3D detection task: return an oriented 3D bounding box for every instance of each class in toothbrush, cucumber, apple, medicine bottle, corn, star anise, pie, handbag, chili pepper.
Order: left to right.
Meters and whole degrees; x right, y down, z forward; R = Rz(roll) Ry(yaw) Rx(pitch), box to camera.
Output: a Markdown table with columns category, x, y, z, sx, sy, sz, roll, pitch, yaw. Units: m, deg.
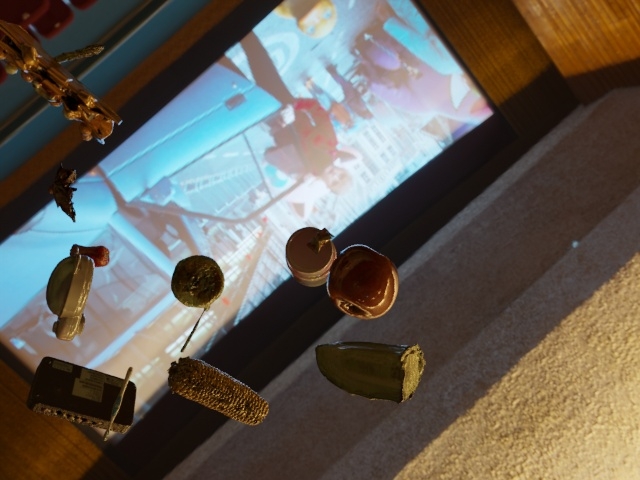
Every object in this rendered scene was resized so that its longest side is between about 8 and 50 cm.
| category | x | y | z | sx | sy | sz | roll | pitch | yaw |
| --- | --- | --- | --- | --- | --- | --- | --- | --- | --- |
| handbag | -0.766 | -0.448 | 1.612 | 0.133 | 0.401 | 0.283 | -49 | -159 | -7 |
| star anise | -0.754 | -0.133 | 1.635 | 0.053 | 0.157 | 0.212 | -7 | 156 | -42 |
| chili pepper | -0.720 | 0.047 | 1.746 | 0.123 | 0.073 | 0.070 | 1 | 179 | 16 |
| toothbrush | -0.442 | 0.355 | 1.213 | 0.017 | 0.014 | 0.162 | 143 | -35 | -71 |
| toothbrush | -0.496 | 0.346 | 2.208 | 0.016 | 0.019 | 0.219 | 14 | -114 | 31 |
| pie | -0.409 | 0.137 | 1.862 | 0.187 | 0.187 | 0.041 | -48 | -161 | -23 |
| corn | -0.292 | 0.430 | 1.595 | 0.115 | 0.318 | 0.115 | -49 | -159 | 26 |
| medicine bottle | -0.041 | 0.075 | 2.389 | 0.219 | 0.219 | 0.388 | -43 | 172 | -6 |
| apple | 0.141 | 0.129 | 1.823 | 0.253 | 0.253 | 0.253 | -39 | -166 | 11 |
| cucumber | 0.124 | 0.333 | 1.472 | 0.105 | 0.145 | 0.325 | 1 | 176 | -44 |

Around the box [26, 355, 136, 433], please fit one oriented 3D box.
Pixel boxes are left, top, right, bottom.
| category | x | y | z | sx | sy | sz | roll | pitch | yaw |
| --- | --- | --- | --- | --- | --- | --- | --- | --- | --- |
| box | -0.819 | 0.538 | 1.937 | 0.058 | 0.350 | 0.211 | -52 | -150 | 20 |

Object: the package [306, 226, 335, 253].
| category | x | y | z | sx | sy | sz | roll | pitch | yaw |
| --- | --- | --- | --- | --- | --- | --- | --- | --- | --- |
| package | 0.000 | 0.000 | 1.731 | 0.083 | 0.029 | 0.059 | -44 | -131 | -4 |

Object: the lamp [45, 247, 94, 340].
| category | x | y | z | sx | sy | sz | roll | pitch | yaw |
| --- | --- | --- | --- | --- | --- | --- | --- | --- | --- |
| lamp | -0.675 | 0.145 | 1.486 | 0.179 | 0.108 | 0.246 | -160 | -99 | -66 |

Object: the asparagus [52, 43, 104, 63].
| category | x | y | z | sx | sy | sz | roll | pitch | yaw |
| --- | --- | --- | --- | --- | --- | --- | --- | --- | --- |
| asparagus | -0.760 | -0.585 | 1.749 | 0.165 | 0.030 | 0.036 | -20 | 153 | -10 |
